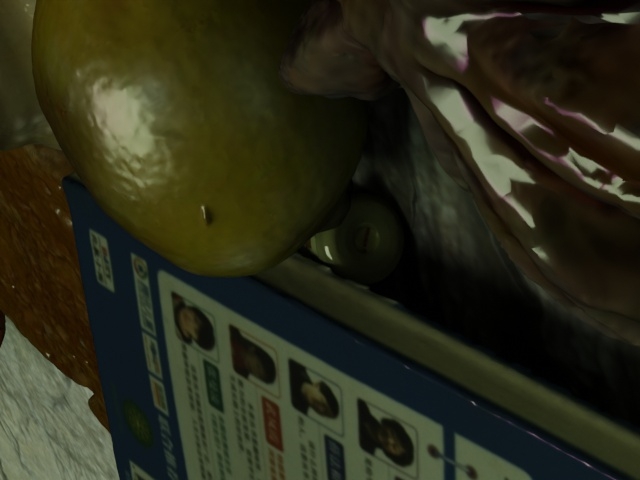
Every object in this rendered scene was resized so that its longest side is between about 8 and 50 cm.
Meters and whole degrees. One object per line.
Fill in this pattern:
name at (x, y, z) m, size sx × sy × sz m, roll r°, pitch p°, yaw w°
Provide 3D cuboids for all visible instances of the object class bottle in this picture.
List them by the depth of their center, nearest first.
bottle at (-0.001, 0.001, 0.728) m, size 0.047 × 0.063 × 0.101 m, roll 36°, pitch 163°, yaw -23°

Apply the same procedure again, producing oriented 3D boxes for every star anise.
star anise at (0.057, -0.085, 0.398) m, size 0.315 × 0.108 × 0.315 m, roll 47°, pitch 161°, yaw 22°

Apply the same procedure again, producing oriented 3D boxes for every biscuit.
biscuit at (-0.175, 0.023, 1.022) m, size 0.367 × 0.063 × 0.314 m, roll 21°, pitch 140°, yaw 49°

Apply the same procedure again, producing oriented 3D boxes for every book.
book at (0.015, 0.150, 0.735) m, size 0.428 × 0.039 × 0.300 m, roll 27°, pitch 133°, yaw 41°

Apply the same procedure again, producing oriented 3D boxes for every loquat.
loquat at (-0.058, -0.075, 0.633) m, size 0.195 × 0.152 × 0.152 m, roll 50°, pitch 155°, yaw -14°

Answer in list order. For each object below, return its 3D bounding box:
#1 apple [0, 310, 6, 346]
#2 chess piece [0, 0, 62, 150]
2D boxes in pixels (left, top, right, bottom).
apple at (-0.370, 0.043, 1.220) m, size 0.235 × 0.173 × 0.210 m, roll 113°, pitch 149°, yaw -67°
chess piece at (-0.212, -0.076, 0.758) m, size 0.143 × 0.261 × 0.142 m, roll 36°, pitch 145°, yaw 30°
